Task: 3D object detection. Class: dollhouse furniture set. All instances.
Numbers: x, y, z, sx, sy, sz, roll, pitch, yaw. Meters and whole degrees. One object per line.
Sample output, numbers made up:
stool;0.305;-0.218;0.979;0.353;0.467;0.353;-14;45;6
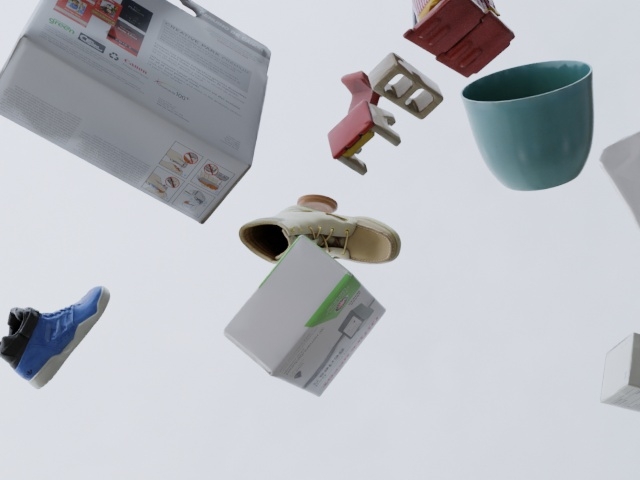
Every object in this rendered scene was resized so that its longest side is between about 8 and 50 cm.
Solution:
dollhouse furniture set;0.127;-0.315;1.705;0.152;0.201;0.374;27;-54;-34

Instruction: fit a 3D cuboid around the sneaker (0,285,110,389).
sneaker;-0.319;0.093;1.206;0.084;0.058;0.152;43;-123;-15

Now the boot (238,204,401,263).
boot;0.000;0.000;1.901;0.203;0.262;0.095;-19;-57;-62

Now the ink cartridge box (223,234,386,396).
ink cartridge box;-0.016;0.130;1.652;0.198;0.115;0.273;-52;-22;-2

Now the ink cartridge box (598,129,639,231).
ink cartridge box;0.403;-0.076;0.714;0.353;0.207;0.119;-28;-13;-1

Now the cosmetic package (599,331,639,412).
cosmetic package;0.720;0.284;1.971;0.160;0.310;0.113;106;179;-68

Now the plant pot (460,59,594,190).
plant pot;0.482;-0.251;2.297;0.293;0.293;0.235;-34;-62;-39

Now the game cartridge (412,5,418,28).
game cartridge;0.218;-0.439;1.990;0.083;0.017;0.056;-2;-84;-18

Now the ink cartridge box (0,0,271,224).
ink cartridge box;-0.232;-0.213;1.322;0.130;0.309;0.271;-46;24;36

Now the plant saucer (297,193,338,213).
plant saucer;-0.007;-0.070;2.057;0.083;0.083;0.013;44;-134;-54
